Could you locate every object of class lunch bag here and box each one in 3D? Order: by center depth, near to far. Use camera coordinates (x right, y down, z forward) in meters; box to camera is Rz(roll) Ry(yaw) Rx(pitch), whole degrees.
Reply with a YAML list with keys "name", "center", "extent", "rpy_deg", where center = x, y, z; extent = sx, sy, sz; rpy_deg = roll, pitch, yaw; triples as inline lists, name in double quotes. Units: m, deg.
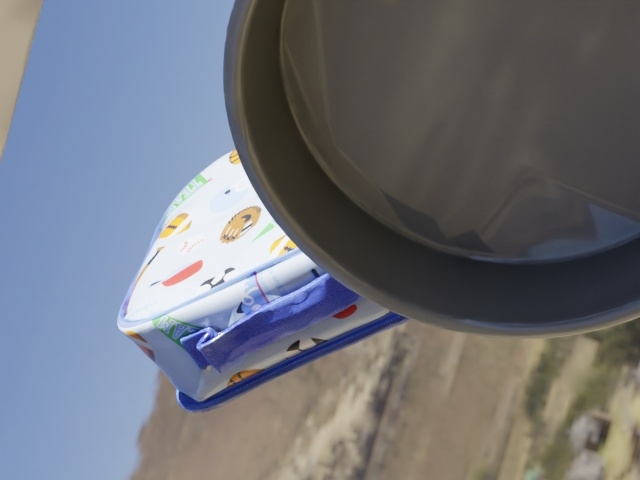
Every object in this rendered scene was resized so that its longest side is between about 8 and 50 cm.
- name: "lunch bag"
  center: [0.000, 0.000, 1.182]
  extent: [0.303, 0.115, 0.243]
  rpy_deg: [-27, 24, 20]

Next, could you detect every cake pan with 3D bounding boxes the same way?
- name: "cake pan"
  center: [0.097, -0.080, 0.856]
  extent: [0.054, 0.293, 0.293]
  rpy_deg: [-72, -2, -54]

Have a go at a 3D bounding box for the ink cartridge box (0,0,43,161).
- name: "ink cartridge box"
  center: [-0.201, -0.158, 0.371]
  extent: [0.166, 0.286, 0.394]
  rpy_deg: [24, -101, -70]
